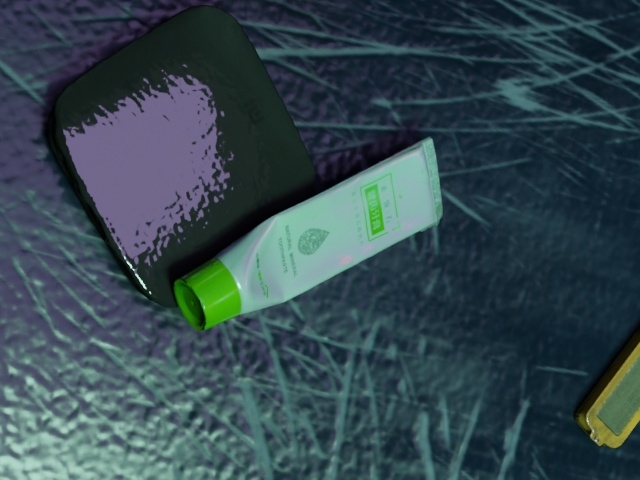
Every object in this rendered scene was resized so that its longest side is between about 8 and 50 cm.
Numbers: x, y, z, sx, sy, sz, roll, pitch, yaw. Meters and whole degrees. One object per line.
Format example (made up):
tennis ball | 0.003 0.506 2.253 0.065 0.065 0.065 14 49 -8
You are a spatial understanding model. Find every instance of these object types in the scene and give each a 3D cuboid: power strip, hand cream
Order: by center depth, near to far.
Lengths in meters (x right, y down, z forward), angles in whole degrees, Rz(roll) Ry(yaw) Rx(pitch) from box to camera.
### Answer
hand cream | -0.001 0.000 1.355 0.275 0.079 0.050 -27 59 -28
power strip | 0.307 0.122 1.496 0.049 0.028 0.178 44 74 -14

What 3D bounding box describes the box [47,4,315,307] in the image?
box | -0.114 -0.072 1.332 0.201 0.042 0.212 -35 101 -19
